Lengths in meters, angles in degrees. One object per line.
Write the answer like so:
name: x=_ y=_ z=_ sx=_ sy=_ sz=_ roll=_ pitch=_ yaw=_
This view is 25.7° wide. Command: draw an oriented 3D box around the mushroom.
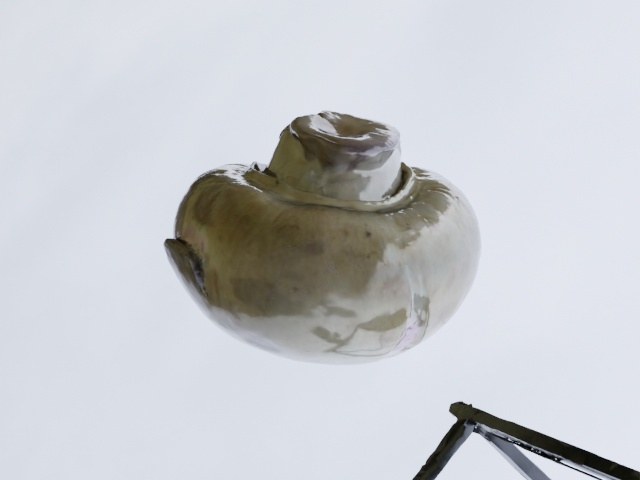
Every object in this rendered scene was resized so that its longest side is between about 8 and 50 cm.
mushroom: x=0.000 y=0.000 z=1.079 sx=0.255 sy=0.255 sz=0.184 roll=-117 pitch=-142 yaw=-63

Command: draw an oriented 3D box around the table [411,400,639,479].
table: x=0.216 y=0.330 z=1.113 sx=0.222 sy=0.335 sz=0.272 roll=-52 pitch=-156 yaw=-13
